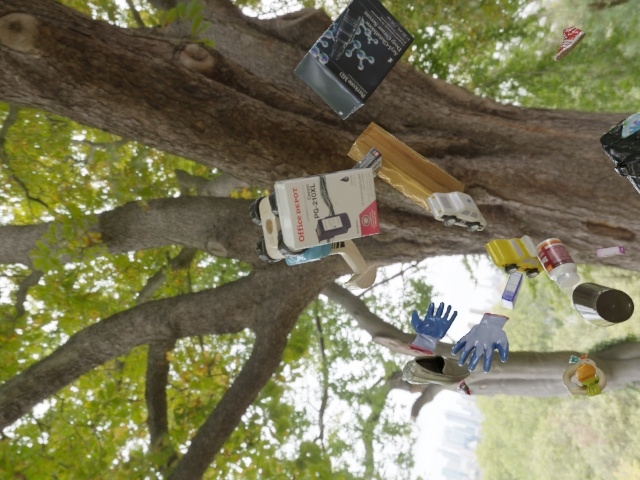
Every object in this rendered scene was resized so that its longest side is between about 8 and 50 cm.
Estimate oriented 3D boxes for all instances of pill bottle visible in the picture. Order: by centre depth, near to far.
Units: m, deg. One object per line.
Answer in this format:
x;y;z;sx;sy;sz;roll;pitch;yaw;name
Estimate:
0.766;0.074;1.403;0.086;0.086;0.152;69;-172;-51;pill bottle

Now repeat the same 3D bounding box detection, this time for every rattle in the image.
0.847;0.398;1.424;0.143;0.130;0.199;51;-136;-10;rattle

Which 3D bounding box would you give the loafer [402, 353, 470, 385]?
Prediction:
0.488;0.520;1.768;0.112;0.319;0.111;-113;36;-44;loafer

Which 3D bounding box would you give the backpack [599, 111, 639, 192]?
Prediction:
0.873;-0.238;0.926;0.273;0.290;0.355;-41;-2;-22;backpack

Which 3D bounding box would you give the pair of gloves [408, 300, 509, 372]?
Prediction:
0.261;0.178;0.835;0.159;0.198;0.023;-42;-50;-46;pair of gloves

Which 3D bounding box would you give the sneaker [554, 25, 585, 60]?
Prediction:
0.866;-0.701;1.544;0.118;0.067;0.042;-45;-30;24;sneaker

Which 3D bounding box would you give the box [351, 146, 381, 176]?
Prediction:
0.112;-0.189;1.375;0.207;0.036;0.114;-46;-18;-8;box

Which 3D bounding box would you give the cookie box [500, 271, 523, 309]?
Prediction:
0.655;0.170;1.485;0.107;0.040;0.092;-62;-33;-13;cookie box

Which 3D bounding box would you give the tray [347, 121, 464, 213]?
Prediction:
0.309;-0.247;1.528;0.076;0.411;0.203;-54;1;39;tray

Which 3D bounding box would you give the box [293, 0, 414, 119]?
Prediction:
0.137;-0.763;1.794;0.395;0.293;0.212;-54;15;-14;box

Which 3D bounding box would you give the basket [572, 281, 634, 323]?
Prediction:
1.118;0.253;1.711;0.154;0.204;0.227;-45;-18;8;basket

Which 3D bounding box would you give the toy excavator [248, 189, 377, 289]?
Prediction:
0.000;0.000;1.648;0.445;0.222;0.433;-9;-94;-33;toy excavator

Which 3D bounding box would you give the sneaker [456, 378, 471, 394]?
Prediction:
0.578;0.599;1.743;0.047;0.057;0.119;-41;-36;-2;sneaker

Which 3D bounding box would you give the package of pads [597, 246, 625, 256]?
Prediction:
1.152;0.045;1.727;0.050;0.083;0.032;2;-102;-33;package of pads

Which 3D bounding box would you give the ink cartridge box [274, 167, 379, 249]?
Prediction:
0.017;-0.084;1.119;0.100;0.237;0.172;-156;56;-70;ink cartridge box

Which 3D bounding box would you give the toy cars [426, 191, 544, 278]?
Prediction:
0.483;-0.030;1.226;0.087;0.394;0.176;-53;-3;39;toy cars
